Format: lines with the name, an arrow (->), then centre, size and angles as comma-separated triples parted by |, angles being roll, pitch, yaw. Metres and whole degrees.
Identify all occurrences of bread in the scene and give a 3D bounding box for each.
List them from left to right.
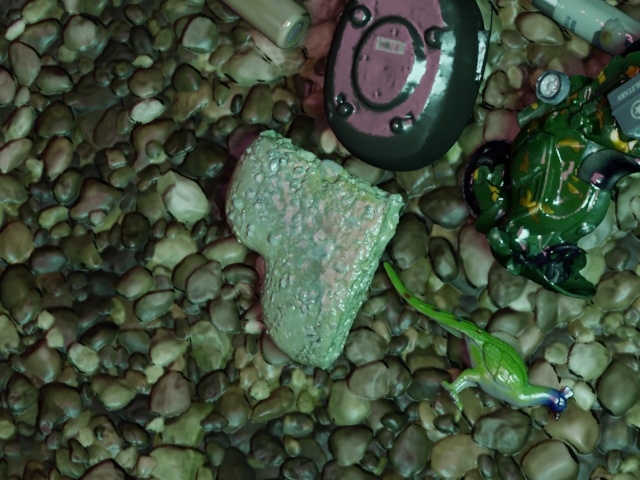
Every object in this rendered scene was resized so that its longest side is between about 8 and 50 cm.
bread -> 0.000, 0.000, 1.756 | 0.172, 0.064, 0.232 | -18, 83, 18

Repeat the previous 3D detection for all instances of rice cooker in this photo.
rice cooker -> 0.077, -0.163, 1.711 | 0.142, 0.118, 0.203 | 14, 95, 18

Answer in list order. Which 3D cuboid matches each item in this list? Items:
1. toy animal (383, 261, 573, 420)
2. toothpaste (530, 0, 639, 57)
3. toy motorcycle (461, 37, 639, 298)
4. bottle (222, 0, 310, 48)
toy animal -> 0.123, 0.106, 1.718 | 0.217, 0.041, 0.075 | 35, 77, 18
toothpaste -> 0.294, -0.167, 1.677 | 0.239, 0.062, 0.039 | 35, 71, 19
toy motorcycle -> 0.235, -0.056, 1.636 | 0.274, 0.124, 0.187 | -37, 56, 35
bottle -> -0.057, -0.227, 1.797 | 0.096, 0.045, 0.045 | 40, 99, 18
